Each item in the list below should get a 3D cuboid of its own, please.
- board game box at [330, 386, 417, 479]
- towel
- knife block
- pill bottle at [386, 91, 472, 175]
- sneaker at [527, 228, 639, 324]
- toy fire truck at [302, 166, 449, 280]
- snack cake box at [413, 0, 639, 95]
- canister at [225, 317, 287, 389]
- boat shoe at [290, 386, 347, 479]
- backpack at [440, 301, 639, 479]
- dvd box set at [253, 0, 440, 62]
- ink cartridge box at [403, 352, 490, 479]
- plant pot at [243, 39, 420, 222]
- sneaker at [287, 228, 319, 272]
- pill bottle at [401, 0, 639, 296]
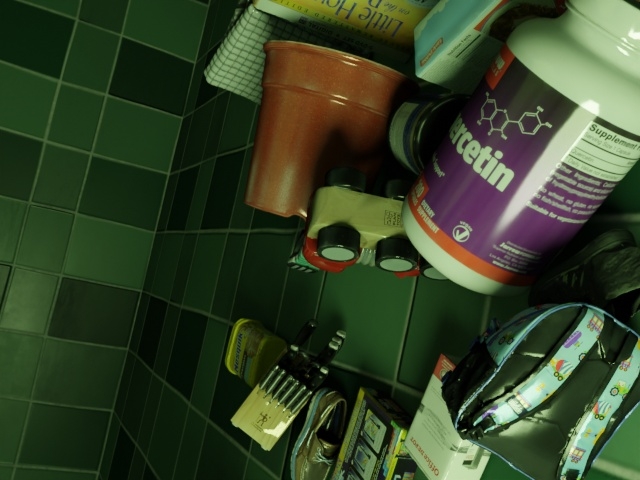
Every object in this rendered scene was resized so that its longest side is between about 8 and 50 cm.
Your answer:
[{"bbox_3d":[0.080,0.321,0.996,0.141,0.048,0.170,34,108,66],"label":"board game box"},{"bbox_3d":[-0.071,-0.381,1.416,0.235,0.284,0.121,-45,38,47],"label":"towel"},{"bbox_3d":[-0.051,0.249,1.245,0.242,0.088,0.275,-51,-4,-7],"label":"knife block"},{"bbox_3d":[0.163,-0.147,0.966,0.219,0.123,0.122,-120,49,-75],"label":"pill bottle"},{"bbox_3d":[0.285,0.053,0.703,0.170,0.051,0.089,-50,30,37],"label":"sneaker"},{"bbox_3d":[0.077,-0.005,1.010,0.246,0.217,0.158,121,157,-64],"label":"toy fire truck"},{"bbox_3d":[0.250,-0.284,0.839,0.264,0.152,0.089,-39,43,52],"label":"snack cake box"},{"bbox_3d":[-0.138,0.244,1.469,0.170,0.073,0.126,14,90,64],"label":"canister"},{"bbox_3d":[0.000,0.337,1.134,0.066,0.066,0.183,-2,75,63],"label":"boat shoe"},{"bbox_3d":[0.223,0.135,0.675,0.173,0.158,0.117,-56,10,10],"label":"backpack"},{"bbox_3d":[0.115,-0.491,1.056,0.420,0.308,0.062,-51,36,41],"label":"dvd box set"},{"bbox_3d":[0.169,0.224,0.849,0.135,0.056,0.099,-70,25,12],"label":"ink cartridge box"},{"bbox_3d":[0.000,-0.162,1.160,0.272,0.272,0.265,25,100,65],"label":"plant pot"},{"bbox_3d":[0.000,0.000,1.303,0.224,0.083,0.098,-16,58,63],"label":"sneaker"},{"bbox_3d":[0.235,-0.105,0.738,0.323,0.182,0.181,-60,29,30],"label":"pill bottle"}]
